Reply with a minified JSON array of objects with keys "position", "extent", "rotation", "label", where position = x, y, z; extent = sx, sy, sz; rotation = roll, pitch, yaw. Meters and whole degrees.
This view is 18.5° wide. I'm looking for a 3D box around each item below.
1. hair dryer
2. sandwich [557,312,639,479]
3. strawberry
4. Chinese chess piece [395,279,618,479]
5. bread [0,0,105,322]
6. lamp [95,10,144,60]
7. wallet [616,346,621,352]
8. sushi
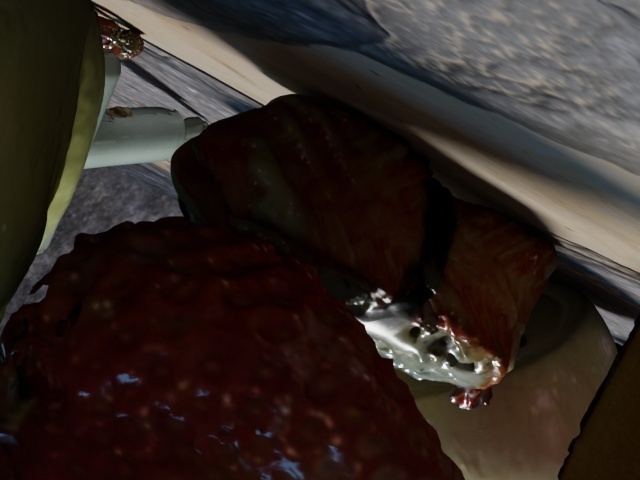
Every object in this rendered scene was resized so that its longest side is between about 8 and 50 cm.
[{"position":[-0.176,-0.097,1.611],"extent":[0.107,0.173,0.357],"rotation":[32,-163,17],"label":"hair dryer"},{"position":[0.227,0.150,1.069],"extent":[0.186,0.220,0.108],"rotation":[27,175,25],"label":"sandwich"},{"position":[-0.045,0.162,1.134],"extent":[0.351,0.267,0.312],"rotation":[40,144,11],"label":"strawberry"},{"position":[0.099,0.117,1.483],"extent":[0.257,0.257,0.104],"rotation":[21,130,64],"label":"Chinese chess piece"},{"position":[-0.266,-0.065,1.160],"extent":[0.237,0.321,0.320],"rotation":[11,175,4],"label":"bread"},{"position":[-0.162,-0.150,1.375],"extent":[0.083,0.031,0.063],"rotation":[26,179,-13],"label":"lamp"},{"position":[0.307,0.145,1.870],"extent":[0.168,0.052,0.245],"rotation":[30,180,30],"label":"wallet"},{"position":[0.033,0.002,1.255],"extent":[0.332,0.124,0.130],"rotation":[33,160,-31],"label":"sushi"}]
